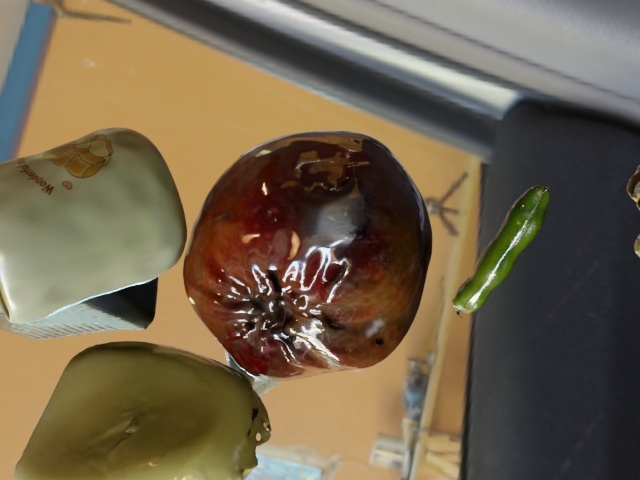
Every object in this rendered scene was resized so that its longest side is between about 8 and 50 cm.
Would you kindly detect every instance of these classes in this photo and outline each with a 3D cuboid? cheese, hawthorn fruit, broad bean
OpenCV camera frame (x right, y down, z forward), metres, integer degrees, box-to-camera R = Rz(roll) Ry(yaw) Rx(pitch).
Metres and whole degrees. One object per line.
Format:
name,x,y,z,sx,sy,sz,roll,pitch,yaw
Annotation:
cheese,-0.205,0.236,1.142,0.128,0.315,0.260,58,-138,-48
hawthorn fruit,0.000,0.010,1.162,0.324,0.308,0.308,-31,-40,-43
broad bean,0.239,0.023,1.290,0.255,0.046,0.065,-61,3,37

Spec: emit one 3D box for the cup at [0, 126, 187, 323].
cup,-0.276,-0.014,1.069,0.255,0.202,0.173,-20,91,67

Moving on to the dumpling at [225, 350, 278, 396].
dumpling,-0.098,0.168,1.736,0.227,0.175,0.243,-27,-80,-57

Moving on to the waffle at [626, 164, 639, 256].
waffle,0.365,-0.110,0.798,0.329,0.062,0.329,-160,90,-82

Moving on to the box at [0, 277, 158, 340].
box,-0.373,0.064,1.320,0.178,0.274,0.138,43,-135,-56
